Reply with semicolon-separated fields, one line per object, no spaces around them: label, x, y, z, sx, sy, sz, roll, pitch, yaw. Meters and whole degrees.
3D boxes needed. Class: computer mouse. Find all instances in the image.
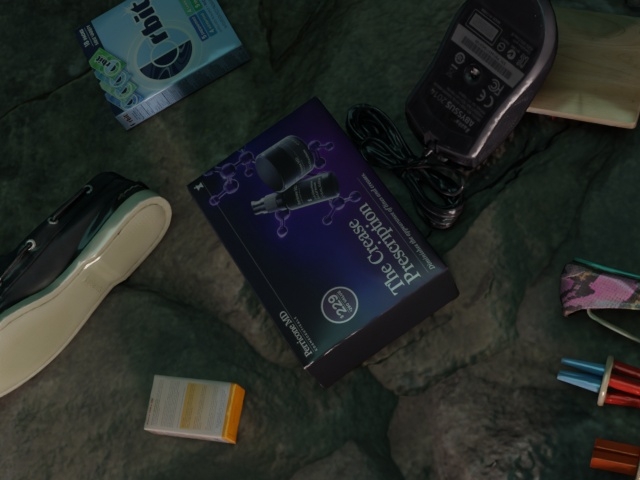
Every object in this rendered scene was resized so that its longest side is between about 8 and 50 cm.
computer mouse;0.164;-0.166;1.096;0.188;0.072;0.272;50;119;22

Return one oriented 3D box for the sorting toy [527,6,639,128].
sorting toy;0.294;-0.190;1.117;0.274;0.046;0.132;13;73;22

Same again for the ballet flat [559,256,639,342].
ballet flat;0.350;0.070;0.995;0.221;0.077;0.079;9;90;22

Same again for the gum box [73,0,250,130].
gum box;-0.206;-0.252;1.276;0.184;0.041;0.157;-30;65;1

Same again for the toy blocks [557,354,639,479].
toy blocks;0.300;0.178;0.968;0.148;0.054;0.123;13;72;19

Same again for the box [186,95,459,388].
box;0.000;0.000;1.092;0.184;0.103;0.261;-36;65;1

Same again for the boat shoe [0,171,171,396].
boat shoe;-0.329;0.047;1.144;0.113;0.127;0.340;38;80;25

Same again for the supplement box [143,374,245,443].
supplement box;-0.138;0.185;1.088;0.098;0.036;0.062;4;70;16
